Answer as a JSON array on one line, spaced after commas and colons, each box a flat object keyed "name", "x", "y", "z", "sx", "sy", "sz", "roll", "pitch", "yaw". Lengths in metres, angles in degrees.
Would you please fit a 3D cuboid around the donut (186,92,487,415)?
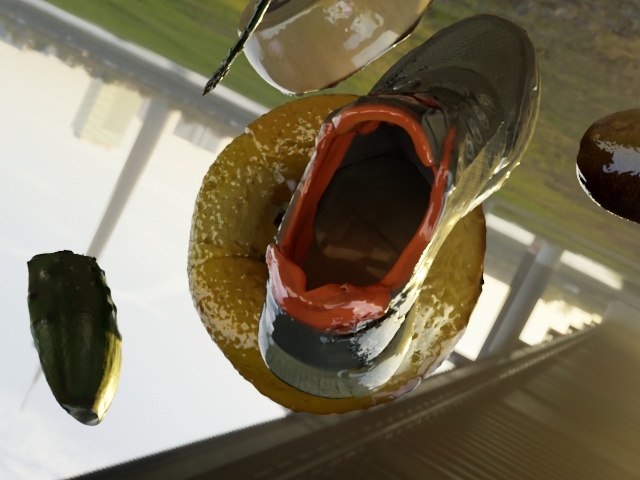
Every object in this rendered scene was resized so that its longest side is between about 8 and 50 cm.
[{"name": "donut", "x": 0.000, "y": 0.000, "z": 0.781, "sx": 0.303, "sy": 0.303, "sz": 0.110, "roll": 30, "pitch": 174, "yaw": 34}]

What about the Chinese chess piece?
[{"name": "Chinese chess piece", "x": 0.018, "y": -0.294, "z": 1.072, "sx": 0.104, "sy": 0.257, "sz": 0.257, "roll": 50, "pitch": 173, "yaw": -28}]

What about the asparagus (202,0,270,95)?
[{"name": "asparagus", "x": -0.076, "y": -0.208, "z": 0.866, "sx": 0.016, "sy": 0.163, "sz": 0.016, "roll": 33, "pitch": -150, "yaw": -8}]

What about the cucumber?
[{"name": "cucumber", "x": -0.132, "y": 0.054, "z": 0.491, "sx": 0.067, "sy": 0.035, "sz": 0.107, "roll": 55, "pitch": -172, "yaw": -46}]

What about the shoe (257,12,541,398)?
[{"name": "shoe", "x": 0.057, "y": -0.064, "z": 0.592, "sx": 0.132, "sy": 0.336, "sz": 0.171, "roll": 25, "pitch": 157, "yaw": 16}]

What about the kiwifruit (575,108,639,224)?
[{"name": "kiwifruit", "x": 0.223, "y": -0.043, "z": 0.546, "sx": 0.124, "sy": 0.075, "sz": 0.075, "roll": 24, "pitch": -177, "yaw": 40}]
